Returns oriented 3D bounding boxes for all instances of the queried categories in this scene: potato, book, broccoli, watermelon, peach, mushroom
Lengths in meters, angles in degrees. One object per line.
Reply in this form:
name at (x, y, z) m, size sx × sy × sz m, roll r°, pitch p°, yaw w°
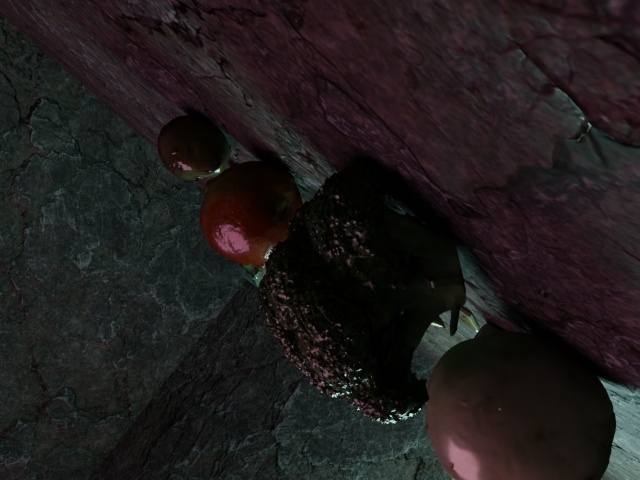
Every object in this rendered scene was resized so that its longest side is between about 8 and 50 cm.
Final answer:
potato at (-0.320, -0.224, 1.521) m, size 0.165 × 0.165 × 0.262 m, roll 42°, pitch 169°, yaw -33°
book at (0.312, 0.165, 1.383) m, size 0.077 × 0.014 × 0.111 m, roll 33°, pitch 172°, yaw 33°
broccoli at (0.061, 0.083, 0.968) m, size 0.321 × 0.310 × 0.413 m, roll 11°, pitch 118°, yaw 64°
watermelon at (-0.207, -0.010, 2.124) m, size 0.226 × 0.318 × 0.148 m, roll -4°, pitch 161°, yaw 6°
peach at (-0.137, -0.072, 1.370) m, size 0.232 × 0.257 × 0.232 m, roll 34°, pitch -139°, yaw -35°
mushroom at (0.333, 0.312, 1.107) m, size 0.314 × 0.314 × 0.336 m, roll 37°, pitch 174°, yaw 11°

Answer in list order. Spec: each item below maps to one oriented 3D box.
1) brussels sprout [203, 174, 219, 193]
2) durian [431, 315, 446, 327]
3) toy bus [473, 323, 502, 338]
brussels sprout at (-0.251, -0.115, 1.839) m, size 0.223 × 0.161 × 0.223 m, roll 32°, pitch 179°, yaw 1°
durian at (0.225, 0.146, 1.495) m, size 0.224 × 0.078 × 0.140 m, roll 29°, pitch 165°, yaw -24°
toy bus at (0.367, 0.218, 1.257) m, size 0.123 × 0.060 × 0.075 m, roll 31°, pitch 167°, yaw 34°
